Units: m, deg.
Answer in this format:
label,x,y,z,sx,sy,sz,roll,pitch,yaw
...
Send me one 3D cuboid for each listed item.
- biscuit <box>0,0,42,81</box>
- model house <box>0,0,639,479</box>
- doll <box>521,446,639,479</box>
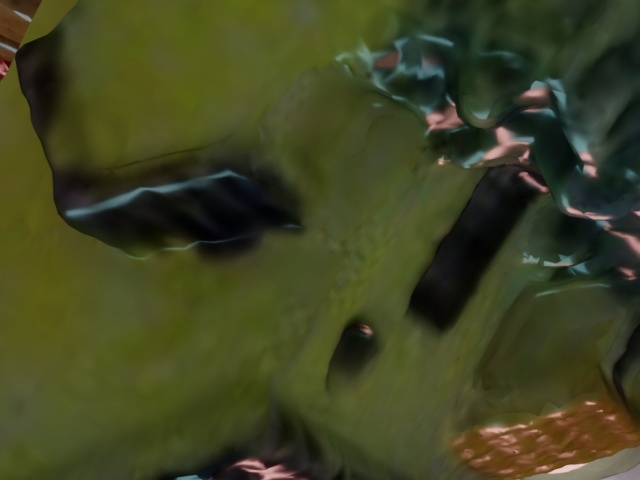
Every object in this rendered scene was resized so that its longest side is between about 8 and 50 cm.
label,x,y,z,sx,sy,sz,roll,pitch,yaw
biscuit,-0.132,-0.095,0.888,0.314,0.063,0.367,29,176,13
model house,0.005,0.027,0.412,0.170,0.211,0.194,28,176,26
doll,0.077,0.029,0.649,0.155,0.113,0.275,25,176,-2
